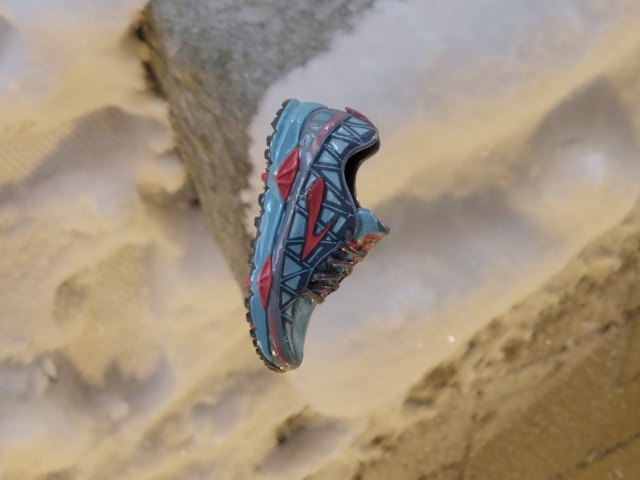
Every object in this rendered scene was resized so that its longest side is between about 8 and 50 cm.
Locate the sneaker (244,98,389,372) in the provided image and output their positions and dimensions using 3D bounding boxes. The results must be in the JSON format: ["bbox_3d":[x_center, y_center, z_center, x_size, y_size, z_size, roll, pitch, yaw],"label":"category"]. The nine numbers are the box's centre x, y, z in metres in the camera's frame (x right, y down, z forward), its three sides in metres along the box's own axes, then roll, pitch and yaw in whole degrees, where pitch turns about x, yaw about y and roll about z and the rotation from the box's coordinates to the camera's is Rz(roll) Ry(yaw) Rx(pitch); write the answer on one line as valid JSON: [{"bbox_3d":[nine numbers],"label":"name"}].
[{"bbox_3d":[0.000,0.000,1.202,0.104,0.125,0.262,-3,100,-81],"label":"sneaker"}]
